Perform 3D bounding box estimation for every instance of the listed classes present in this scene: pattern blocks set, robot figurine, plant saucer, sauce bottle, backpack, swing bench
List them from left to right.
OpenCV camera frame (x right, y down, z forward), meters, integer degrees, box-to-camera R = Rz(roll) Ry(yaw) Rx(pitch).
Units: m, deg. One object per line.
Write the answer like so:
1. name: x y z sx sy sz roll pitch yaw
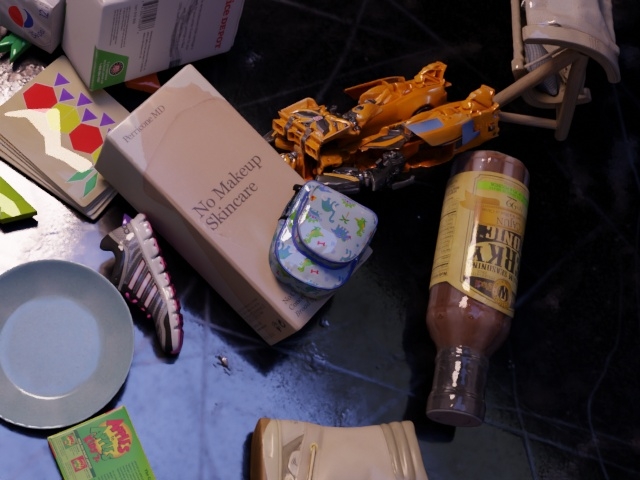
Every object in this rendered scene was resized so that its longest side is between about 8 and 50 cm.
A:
1. plant saucer: -0.309 0.119 1.243 0.195 0.037 0.194 1 78 -4
2. pattern blocks set: -0.305 -0.128 1.353 0.285 0.026 0.325 -38 82 -23
3. backpack: 0.000 0.000 1.204 0.105 0.084 0.114 29 71 -7
4. robot figurine: 0.069 -0.143 1.374 0.291 0.085 0.211 -19 35 -26
5. sauce bottle: 0.192 0.058 1.353 0.111 0.111 0.344 13 68 -8
6. swing bench: 0.296 -0.305 1.434 0.165 0.254 0.253 6 69 -11

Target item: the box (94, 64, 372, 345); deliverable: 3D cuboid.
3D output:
1. box: -0.106 -0.039 1.291 0.311 0.121 0.148 44 67 -4

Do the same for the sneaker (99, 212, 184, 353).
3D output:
1. sneaker: -0.212 0.058 1.282 0.075 0.063 0.170 -19 90 -4

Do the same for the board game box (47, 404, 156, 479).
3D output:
1. board game box: -0.225 0.286 1.205 0.092 0.043 0.181 -22 76 -20

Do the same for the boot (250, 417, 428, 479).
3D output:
1. boot: 0.027 0.329 1.222 0.204 0.095 0.262 2 65 -13

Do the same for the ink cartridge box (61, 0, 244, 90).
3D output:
1. ink cartridge box: -0.204 -0.289 1.348 0.208 0.153 0.087 -22 64 -31

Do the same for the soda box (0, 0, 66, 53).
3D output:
1. soda box: -0.305 -0.381 1.396 0.091 0.098 0.286 29 61 1
